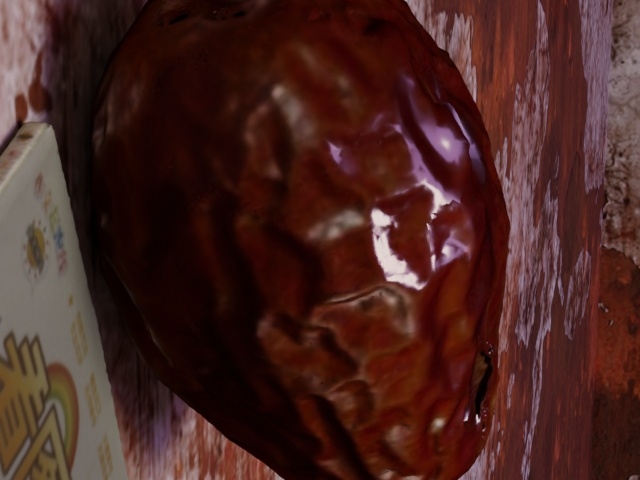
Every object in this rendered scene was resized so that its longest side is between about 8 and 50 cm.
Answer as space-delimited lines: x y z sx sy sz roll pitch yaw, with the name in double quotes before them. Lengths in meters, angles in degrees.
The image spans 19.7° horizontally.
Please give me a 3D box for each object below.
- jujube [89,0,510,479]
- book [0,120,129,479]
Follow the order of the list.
"jujube" 0.000 0.000 0.875 0.197 0.197 0.290 -67 146 -48
"book" -0.147 0.117 0.716 0.295 0.020 0.208 -66 155 -50
